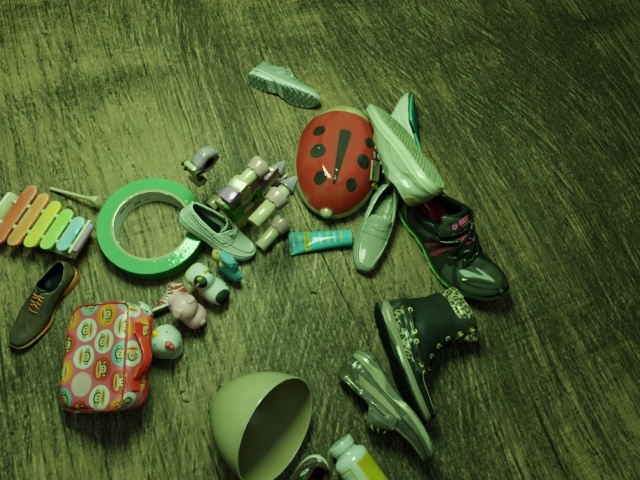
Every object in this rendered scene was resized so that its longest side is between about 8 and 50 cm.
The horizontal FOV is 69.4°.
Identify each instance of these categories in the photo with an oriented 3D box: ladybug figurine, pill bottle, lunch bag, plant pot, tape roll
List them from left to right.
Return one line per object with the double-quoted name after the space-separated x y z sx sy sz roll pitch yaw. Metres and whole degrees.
-0.560 0.309 1.243 0.258 0.120 0.293 -9 72 22 "lunch bag"
-0.525 -0.038 1.454 0.321 0.077 0.321 2 70 -7 "tape roll"
-0.183 0.471 1.234 0.191 0.284 0.284 13 63 34 "plant pot"
0.065 -0.286 1.585 0.305 0.162 0.449 10 69 -5 "ladybug figurine"
0.107 0.637 1.276 0.103 0.103 0.184 -33 77 -18 "pill bottle"

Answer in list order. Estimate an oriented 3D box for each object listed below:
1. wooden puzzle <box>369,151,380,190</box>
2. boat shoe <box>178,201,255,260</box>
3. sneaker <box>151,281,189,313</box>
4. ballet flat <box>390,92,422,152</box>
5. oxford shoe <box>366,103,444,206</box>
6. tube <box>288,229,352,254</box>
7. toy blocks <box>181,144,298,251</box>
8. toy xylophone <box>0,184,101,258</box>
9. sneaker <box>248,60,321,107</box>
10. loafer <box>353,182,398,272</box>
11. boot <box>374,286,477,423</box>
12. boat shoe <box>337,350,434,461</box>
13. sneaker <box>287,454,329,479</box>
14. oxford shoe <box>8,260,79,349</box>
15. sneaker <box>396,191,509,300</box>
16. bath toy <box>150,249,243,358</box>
0.179 -0.230 1.537 0.014 0.078 0.116 7 89 28 "wooden puzzle"
-0.301 -0.031 1.423 0.267 0.088 0.096 37 45 -23 "boat shoe"
-0.466 0.169 1.402 0.118 0.042 0.067 -28 80 -25 "sneaker"
0.296 -0.376 1.668 0.139 0.139 0.400 3 59 -7 "ballet flat"
0.239 -0.283 1.495 0.169 0.130 0.449 11 43 -39 "oxford shoe"
0.000 0.000 1.534 0.207 0.052 0.080 -6 64 -4 "tube"
-0.205 -0.180 1.443 0.309 0.288 0.260 38 74 9 "toy blocks"
-0.819 -0.067 1.400 0.323 0.081 0.236 10 66 8 "toy xylophone"
-0.120 -0.588 1.702 0.281 0.105 0.115 26 68 2 "sneaker"
0.185 -0.049 1.537 0.112 0.111 0.319 17 71 0 "loafer"
0.349 0.332 1.414 0.284 0.138 0.377 -14 67 -13 "boot"
0.180 0.492 1.342 0.130 0.132 0.355 -36 69 -9 "boat shoe"
-0.078 0.684 1.200 0.106 0.162 0.281 39 69 7 "sneaker"
-0.806 0.177 1.320 0.097 0.098 0.271 22 68 0 "oxford shoe"
0.429 -0.002 1.508 0.185 0.202 0.483 -36 78 -18 "sneaker"
-0.373 0.189 1.348 0.151 0.129 0.348 41 70 -13 "bath toy"
